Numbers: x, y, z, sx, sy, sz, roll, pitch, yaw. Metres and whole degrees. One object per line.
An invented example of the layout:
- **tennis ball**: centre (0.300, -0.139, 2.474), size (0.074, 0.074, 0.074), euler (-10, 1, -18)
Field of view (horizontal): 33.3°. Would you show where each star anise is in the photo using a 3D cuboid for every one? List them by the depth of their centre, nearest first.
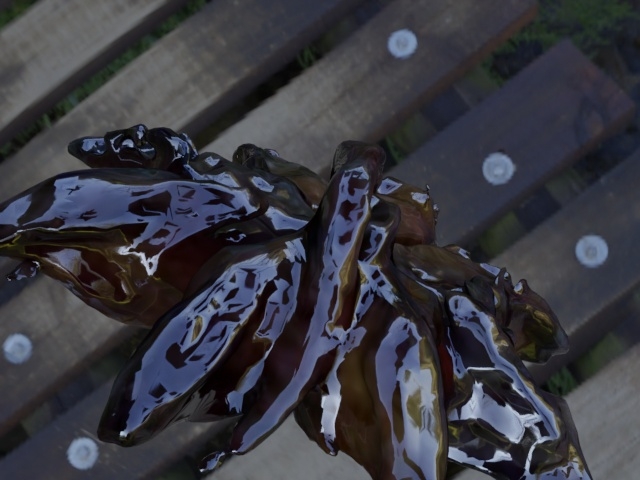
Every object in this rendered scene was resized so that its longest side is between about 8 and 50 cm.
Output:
- **star anise**: centre (0.000, 0.000, 0.413), size (0.272, 0.272, 0.102), euler (37, 118, 25)
